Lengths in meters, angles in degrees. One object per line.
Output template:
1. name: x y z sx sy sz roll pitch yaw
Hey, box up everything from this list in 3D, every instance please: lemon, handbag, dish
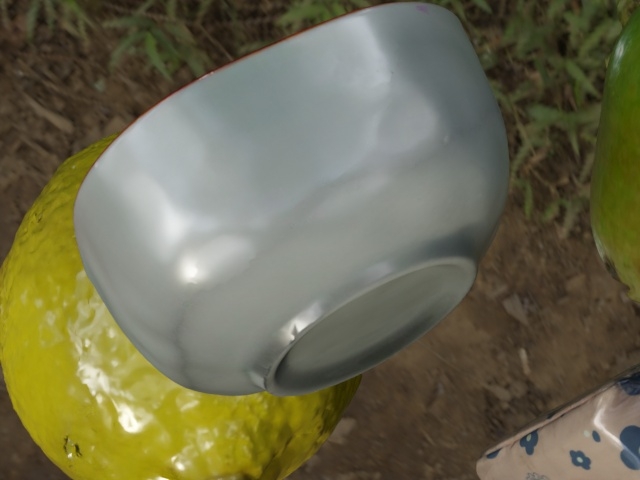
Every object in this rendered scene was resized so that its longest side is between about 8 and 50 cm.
1. lemon: -0.099 0.056 1.050 0.268 0.268 0.322 -39 44 2
2. handbag: 0.298 0.228 1.381 0.251 0.190 0.193 -42 69 51
3. dish: 0.000 0.000 0.773 0.256 0.256 0.117 -32 69 6

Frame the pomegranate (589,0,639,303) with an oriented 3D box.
1. pomegranate: 0.283 -0.096 0.800 0.310 0.216 0.358 -12 33 -17
